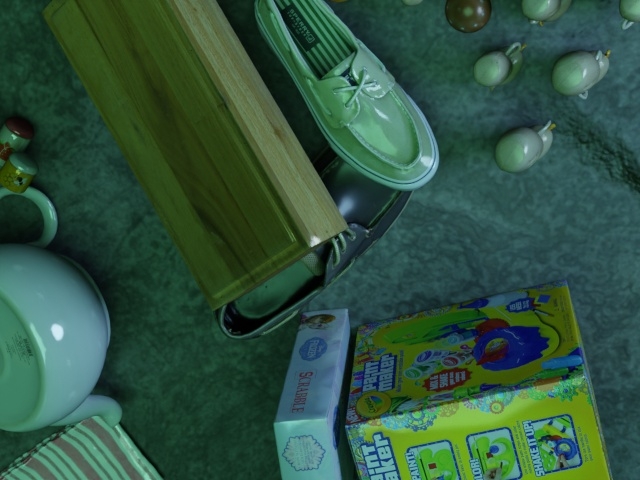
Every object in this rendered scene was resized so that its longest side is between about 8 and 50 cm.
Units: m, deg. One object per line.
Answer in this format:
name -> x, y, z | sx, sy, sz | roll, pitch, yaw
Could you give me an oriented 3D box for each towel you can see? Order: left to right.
towel -> -0.328, 0.326, 2.054 | 0.197, 0.029, 0.144 | -35, 104, 16

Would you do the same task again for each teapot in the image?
teapot -> -0.355, 0.100, 1.898 | 0.252, 0.187, 0.256 | 38, 129, 19

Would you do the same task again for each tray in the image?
tray -> -0.152, -0.141, 1.733 | 0.203, 0.076, 0.411 | -33, 87, 46

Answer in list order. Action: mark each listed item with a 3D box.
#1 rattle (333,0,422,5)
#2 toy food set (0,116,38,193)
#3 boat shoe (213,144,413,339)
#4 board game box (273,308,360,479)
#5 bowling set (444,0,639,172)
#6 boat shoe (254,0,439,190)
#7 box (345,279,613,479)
rattle -> 0.051, -0.315, 1.693 | 0.143, 0.199, 0.130 | 3, 110, 4
toy food set -> -0.426, -0.167, 1.835 | 0.232, 0.111, 0.104 | 34, 110, -5
boat shoe -> 0.000, 0.000, 1.851 | 0.132, 0.130, 0.355 | 37, 109, -9
board game box -> 0.012, 0.290, 1.859 | 0.066, 0.318, 0.318 | -5, 109, 7
bowling set -> 0.252, -0.238, 1.757 | 0.200, 0.154, 0.287 | 44, 110, 8
boat shoe -> 0.023, -0.182, 1.754 | 0.109, 0.094, 0.302 | -41, 84, -4
box -> 0.191, 0.207, 1.827 | 0.279, 0.290, 0.177 | -14, 108, 9
